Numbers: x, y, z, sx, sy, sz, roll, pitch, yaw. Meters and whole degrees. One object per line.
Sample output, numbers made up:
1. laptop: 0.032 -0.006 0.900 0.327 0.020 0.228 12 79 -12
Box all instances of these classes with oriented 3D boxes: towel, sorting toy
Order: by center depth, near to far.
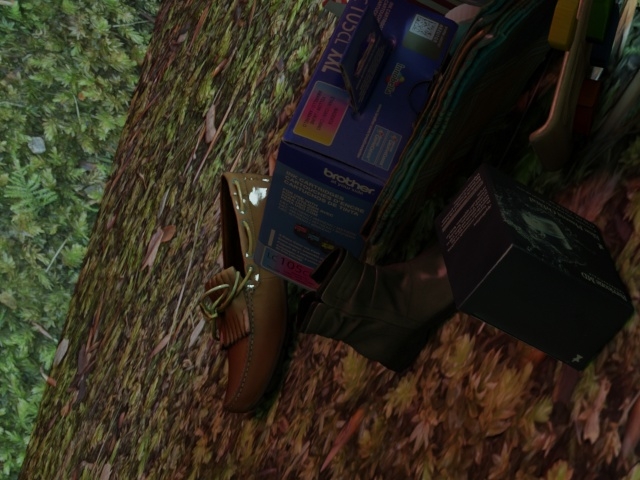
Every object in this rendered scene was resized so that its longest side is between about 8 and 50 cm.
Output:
1. sorting toy: 0.274 -0.197 1.384 0.307 0.041 0.229 25 -96 -75
2. towel: 0.188 -0.167 1.521 0.271 0.040 0.370 -38 -16 -39

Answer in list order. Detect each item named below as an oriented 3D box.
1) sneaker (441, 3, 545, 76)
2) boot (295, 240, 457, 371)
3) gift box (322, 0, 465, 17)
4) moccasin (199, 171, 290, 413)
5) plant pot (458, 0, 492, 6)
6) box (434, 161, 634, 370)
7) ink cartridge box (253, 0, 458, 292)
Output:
1. sneaker: 0.251 -0.253 1.670 0.302 0.108 0.121 -20 60 62
2. boot: 0.084 0.046 1.617 0.246 0.161 0.083 -55 23 23
3. gift box: 0.151 -0.415 1.860 0.255 0.258 0.276 -47 25 40
4. moccasin: -0.122 0.075 2.054 0.139 0.147 0.380 155 122 -65
5. plant pot: 0.160 -0.438 1.553 0.196 0.293 0.293 -56 19 -8
6. box: 0.211 0.025 1.344 0.093 0.156 0.158 -53 23 26
7. ink cartridge box: 0.045 -0.134 1.723 0.395 0.151 0.270 112 -178 -61
